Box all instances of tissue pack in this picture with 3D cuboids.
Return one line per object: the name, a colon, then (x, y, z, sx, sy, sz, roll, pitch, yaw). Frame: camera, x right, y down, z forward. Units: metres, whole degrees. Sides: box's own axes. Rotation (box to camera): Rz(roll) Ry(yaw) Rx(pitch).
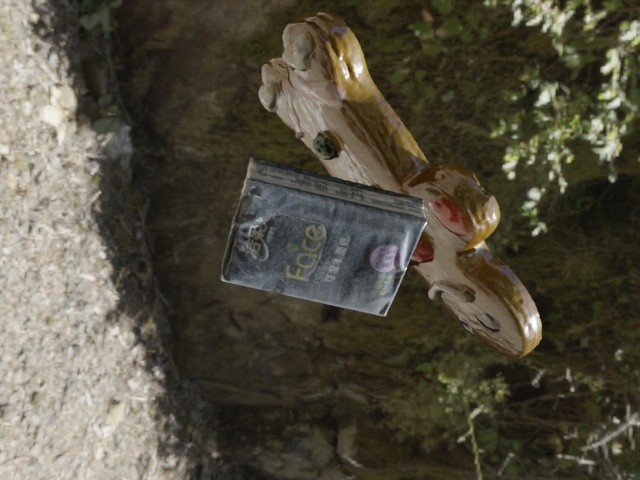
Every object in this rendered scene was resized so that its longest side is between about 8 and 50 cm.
tissue pack: (0.000, 0.000, 0.610, 0.051, 0.156, 0.112, -89, -165, -54)

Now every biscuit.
biscuit: (0.080, -0.036, 0.755, 0.432, 0.064, 0.283, 53, -14, -5)
